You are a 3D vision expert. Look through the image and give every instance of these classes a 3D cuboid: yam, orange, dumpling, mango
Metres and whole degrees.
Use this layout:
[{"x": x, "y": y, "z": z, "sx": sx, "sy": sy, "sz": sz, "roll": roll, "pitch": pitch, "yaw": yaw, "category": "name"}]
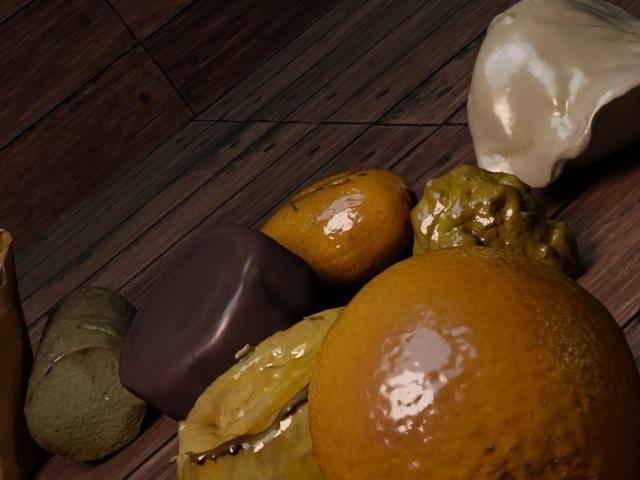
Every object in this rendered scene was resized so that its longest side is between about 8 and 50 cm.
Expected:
[{"x": -0.292, "y": 0.166, "z": 1.451, "sx": 0.161, "sy": 0.161, "sz": 0.268, "roll": -36, "pitch": 18, "yaw": 1, "category": "yam"}, {"x": 0.101, "y": 0.112, "z": 0.742, "sx": 0.236, "sy": 0.236, "sz": 0.236, "roll": -33, "pitch": 18, "yaw": 12, "category": "orange"}, {"x": 0.287, "y": -0.188, "z": 1.203, "sx": 0.243, "sy": 0.187, "sz": 0.318, "roll": -19, "pitch": 21, "yaw": 52, "category": "dumpling"}, {"x": -0.003, "y": -0.005, "z": 1.397, "sx": 0.295, "sy": 0.120, "sz": 0.177, "roll": -20, "pitch": 23, "yaw": 43, "category": "mango"}]

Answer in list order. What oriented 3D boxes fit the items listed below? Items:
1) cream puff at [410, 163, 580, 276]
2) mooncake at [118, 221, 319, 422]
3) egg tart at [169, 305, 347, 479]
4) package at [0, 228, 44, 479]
[{"x": 0.164, "y": -0.001, "z": 1.051, "sx": 0.146, "sy": 0.146, "sz": 0.116, "roll": -44, "pitch": 20, "yaw": -22, "category": "cream puff"}, {"x": -0.112, "y": 0.097, "z": 1.256, "sx": 0.245, "sy": 0.133, "sz": 0.245, "roll": -45, "pitch": 23, "yaw": 25, "category": "mooncake"}, {"x": -0.012, "y": 0.161, "z": 0.984, "sx": 0.345, "sy": 0.132, "sz": 0.345, "roll": -34, "pitch": 15, "yaw": 11, "category": "egg tart"}, {"x": -0.426, "y": 0.171, "z": 1.451, "sx": 0.165, "sy": 0.311, "sz": 0.221, "roll": 13, "pitch": 26, "yaw": 36, "category": "package"}]
